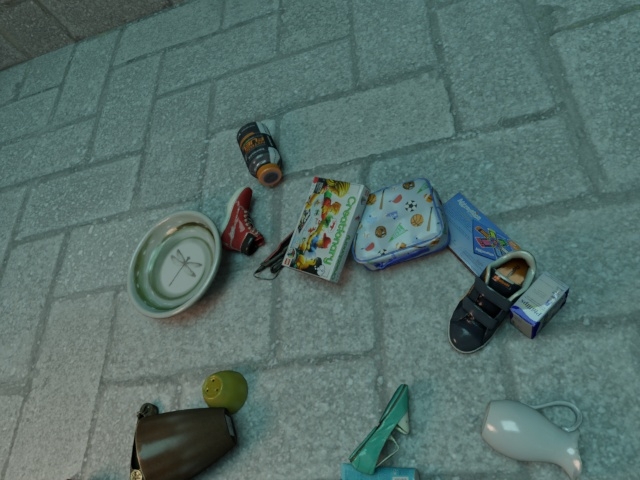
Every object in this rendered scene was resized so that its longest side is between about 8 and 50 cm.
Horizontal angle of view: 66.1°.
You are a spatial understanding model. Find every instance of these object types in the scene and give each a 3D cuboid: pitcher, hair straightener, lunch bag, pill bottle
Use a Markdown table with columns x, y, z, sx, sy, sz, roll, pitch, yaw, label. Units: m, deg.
| x | y | z | sx | sy | sz | roll | pitch | yaw | label |
| --- | --- | --- | --- | --- | --- | --- | --- | --- | --- |
| 0.492 | 0.429 | 1.139 | 0.207 | 0.125 | 0.177 | 17 | 49 | 18 | pitcher |
| -0.127 | 0.054 | 1.636 | 0.230 | 0.047 | 0.089 | -40 | 55 | -1 | hair straightener |
| 0.225 | -0.039 | 1.487 | 0.303 | 0.115 | 0.243 | -20 | 63 | 21 | lunch bag |
| -0.220 | -0.318 | 1.829 | 0.130 | 0.130 | 0.245 | -29 | 56 | 6 | pill bottle |

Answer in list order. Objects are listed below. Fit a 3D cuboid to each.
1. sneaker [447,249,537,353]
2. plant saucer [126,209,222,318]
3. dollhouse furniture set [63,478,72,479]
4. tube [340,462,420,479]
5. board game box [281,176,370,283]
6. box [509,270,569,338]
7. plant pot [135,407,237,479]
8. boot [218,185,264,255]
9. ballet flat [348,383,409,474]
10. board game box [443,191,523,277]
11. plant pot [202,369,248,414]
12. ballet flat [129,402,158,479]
| x | y | z | sx | sy | sz | roll | pitch | yaw | label |
| --- | --- | --- | --- | --- | --- | --- | --- | --- | --- |
| 0.441 | 0.151 | 1.281 | 0.126 | 0.127 | 0.321 | 35 | 86 | 21 | sneaker |
| -0.496 | 0.090 | 1.729 | 0.401 | 0.100 | 0.400 | -11 | 62 | 22 | plant saucer |
| -0.724 | 0.826 | 1.391 | 0.262 | 0.135 | 0.259 | 15 | 61 | -3 | dollhouse furniture set |
| 0.142 | 0.599 | 1.228 | 0.207 | 0.052 | 0.080 | -11 | 49 | 23 | tube |
| 0.016 | -0.038 | 1.512 | 0.193 | 0.053 | 0.305 | 15 | 81 | 36 | board game box |
| 0.552 | 0.165 | 1.243 | 0.137 | 0.126 | 0.072 | -45 | 57 | -5 | box |
| -0.362 | 0.562 | 1.381 | 0.230 | 0.215 | 0.215 | -20 | 56 | -6 | plant pot |
| -0.251 | -0.070 | 1.736 | 0.176 | 0.088 | 0.244 | 13 | 77 | 28 | boot |
| 0.174 | 0.487 | 1.252 | 0.087 | 0.083 | 0.247 | 37 | 68 | 13 | ballet flat |
| 0.445 | -0.009 | 1.443 | 0.145 | 0.027 | 0.281 | -38 | 55 | 2 | board game box |
| -0.298 | 0.446 | 1.464 | 0.134 | 0.095 | 0.134 | -10 | 60 | 17 | plant pot |
| -0.544 | 0.621 | 1.494 | 0.084 | 0.058 | 0.249 | -11 | 60 | 18 | ballet flat |
